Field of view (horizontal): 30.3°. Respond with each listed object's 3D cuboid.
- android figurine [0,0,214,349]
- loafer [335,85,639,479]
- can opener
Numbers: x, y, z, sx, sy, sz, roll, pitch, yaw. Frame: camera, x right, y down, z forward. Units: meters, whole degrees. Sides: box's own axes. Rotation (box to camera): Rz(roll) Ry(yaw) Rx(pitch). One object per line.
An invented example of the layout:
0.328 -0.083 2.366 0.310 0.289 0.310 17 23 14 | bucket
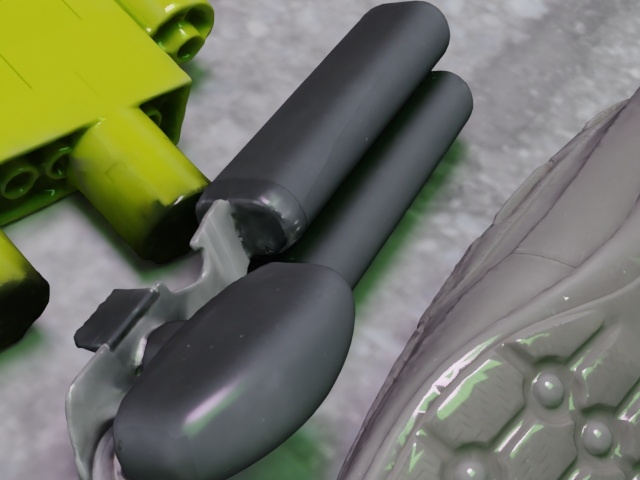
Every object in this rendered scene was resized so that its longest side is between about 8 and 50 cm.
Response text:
-0.170 -0.080 0.486 0.248 0.056 0.273 -28 66 -34 | android figurine
0.094 0.041 0.440 0.112 0.111 0.319 48 65 -8 | loafer
0.000 0.000 0.451 0.093 0.074 0.280 -1 36 30 | can opener
